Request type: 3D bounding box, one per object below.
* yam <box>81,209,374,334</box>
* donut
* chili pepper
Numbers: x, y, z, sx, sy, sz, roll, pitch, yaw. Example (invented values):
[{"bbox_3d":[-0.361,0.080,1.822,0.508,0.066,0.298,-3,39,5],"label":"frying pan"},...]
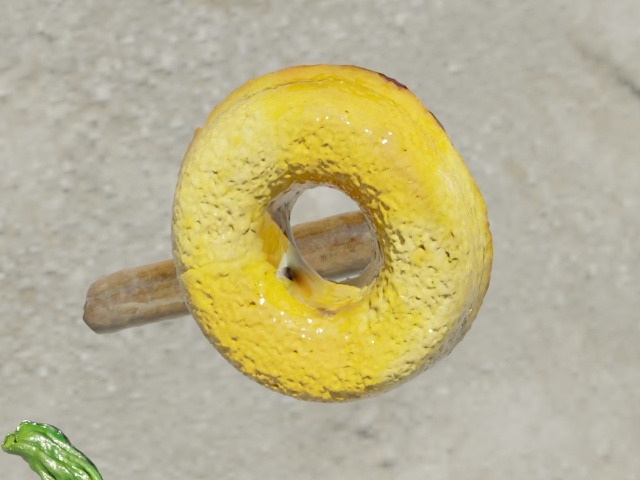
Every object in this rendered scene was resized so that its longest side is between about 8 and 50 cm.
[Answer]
[{"bbox_3d":[-0.033,0.016,1.284,0.046,0.264,0.046,-13,90,-86],"label":"yam"},{"bbox_3d":[0.000,0.000,0.829,0.058,0.152,0.152,-50,126,-76],"label":"donut"},{"bbox_3d":[-0.144,0.133,1.066,0.091,0.034,0.030,50,25,24],"label":"chili pepper"}]
